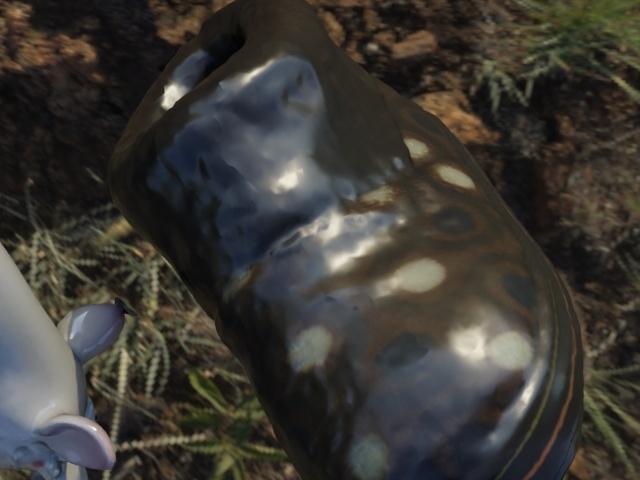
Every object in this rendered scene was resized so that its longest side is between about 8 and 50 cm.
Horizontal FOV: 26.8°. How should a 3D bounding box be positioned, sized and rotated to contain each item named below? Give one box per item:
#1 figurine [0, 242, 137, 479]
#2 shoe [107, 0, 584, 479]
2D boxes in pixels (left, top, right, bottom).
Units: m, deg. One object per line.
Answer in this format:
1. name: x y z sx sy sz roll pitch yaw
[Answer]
1. figurine: -0.246 0.091 0.801 0.284 0.206 0.315 -41 97 18
2. shoe: 0.000 0.000 0.767 0.237 0.384 0.171 33 114 -27
